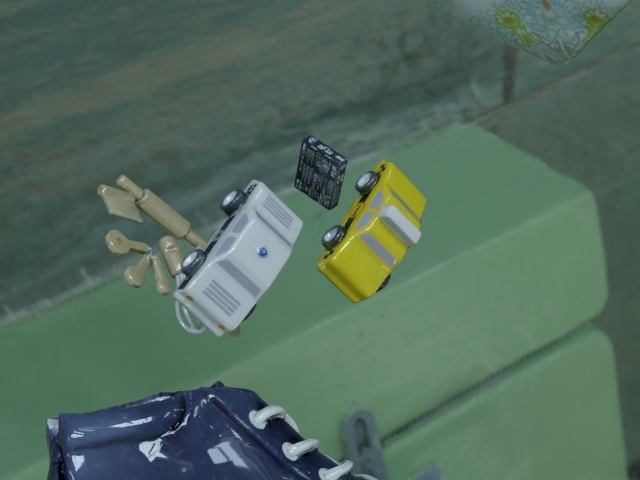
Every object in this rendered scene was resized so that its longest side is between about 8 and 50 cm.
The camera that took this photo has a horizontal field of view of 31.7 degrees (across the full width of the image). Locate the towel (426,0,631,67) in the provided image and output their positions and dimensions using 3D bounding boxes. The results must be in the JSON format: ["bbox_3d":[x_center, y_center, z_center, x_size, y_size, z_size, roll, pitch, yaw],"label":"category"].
[{"bbox_3d":[0.301,-0.415,1.645,0.320,0.374,0.090,29,66,-6],"label":"towel"}]

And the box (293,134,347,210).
[{"bbox_3d":[-0.001,-0.091,1.517,0.018,0.067,0.083,-35,148,-39],"label":"box"}]

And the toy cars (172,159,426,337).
[{"bbox_3d":[0.000,0.000,1.384,0.393,0.087,0.176,-11,90,-36],"label":"toy cars"}]

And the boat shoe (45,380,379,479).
[{"bbox_3d":[-0.009,0.159,0.688,0.340,0.127,0.158,-3,81,-25],"label":"boat shoe"}]

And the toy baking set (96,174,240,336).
[{"bbox_3d":[-0.205,0.026,1.506,0.030,0.197,0.256,-34,126,25],"label":"toy baking set"}]
